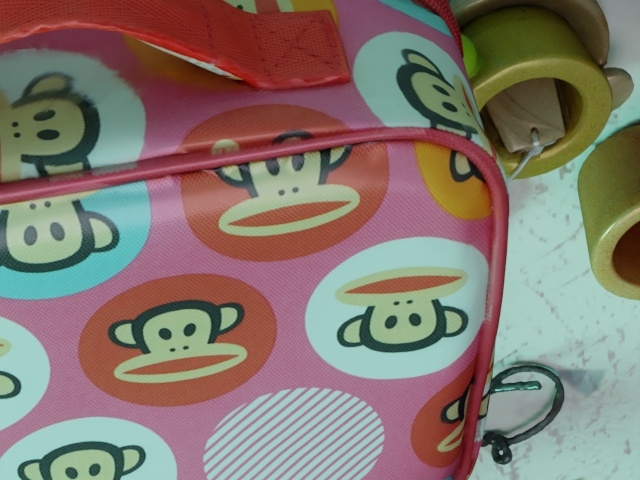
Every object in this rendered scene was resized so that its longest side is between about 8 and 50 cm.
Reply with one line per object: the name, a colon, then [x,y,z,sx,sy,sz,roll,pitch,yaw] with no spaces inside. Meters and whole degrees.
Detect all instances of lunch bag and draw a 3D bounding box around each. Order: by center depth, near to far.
lunch bag: [-0.088,0.013,0.609,0.293,0.120,0.258,-7,139,-8]

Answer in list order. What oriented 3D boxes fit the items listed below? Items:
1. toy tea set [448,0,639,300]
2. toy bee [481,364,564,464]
toy tea set: [0.195,-0.014,0.793,0.200,0.124,0.336,-34,136,22]
toy bee: [-0.022,0.159,0.904,0.298,0.162,0.195,-27,137,15]
